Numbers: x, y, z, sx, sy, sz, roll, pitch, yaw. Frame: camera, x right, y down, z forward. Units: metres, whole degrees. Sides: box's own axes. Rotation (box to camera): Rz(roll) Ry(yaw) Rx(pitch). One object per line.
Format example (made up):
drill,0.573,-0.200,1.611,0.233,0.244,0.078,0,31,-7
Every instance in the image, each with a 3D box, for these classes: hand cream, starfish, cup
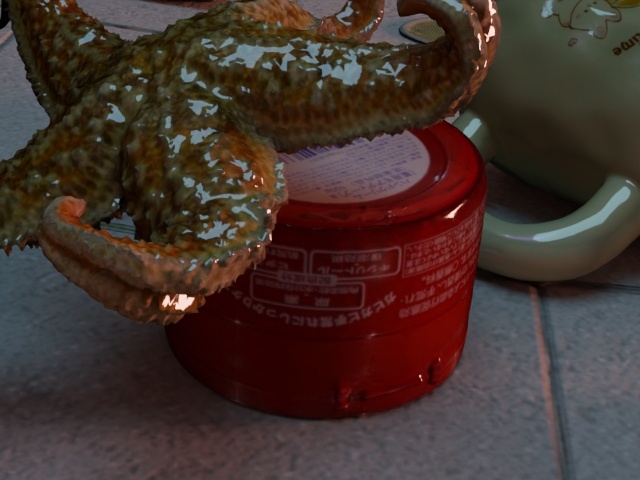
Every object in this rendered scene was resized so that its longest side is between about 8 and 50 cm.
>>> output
hand cream,0.000,0.000,0.636,0.193,0.125,0.193,4,31,-2
starfish,-0.074,-0.083,0.547,0.312,0.113,0.303,-36,45,-27
cup,0.197,-0.071,0.793,0.202,0.255,0.173,31,-3,37

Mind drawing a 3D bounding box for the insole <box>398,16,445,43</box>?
insole,0.217,-0.181,1.096,0.322,0.007,0.109,27,37,34
